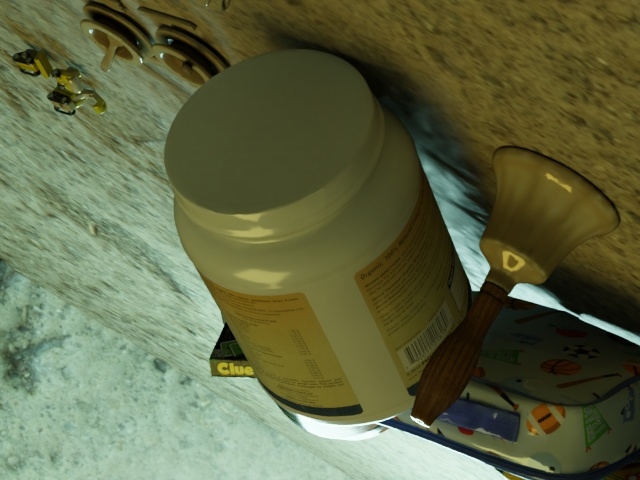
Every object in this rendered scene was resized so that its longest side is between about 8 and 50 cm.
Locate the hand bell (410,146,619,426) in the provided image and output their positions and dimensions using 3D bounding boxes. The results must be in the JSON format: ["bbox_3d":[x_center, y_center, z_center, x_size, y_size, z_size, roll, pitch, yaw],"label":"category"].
[{"bbox_3d":[0.144,0.053,1.723,0.126,0.242,0.126,31,167,8],"label":"hand bell"}]

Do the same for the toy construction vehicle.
[{"bbox_3d":[-0.299,-0.186,2.320,0.098,0.035,0.086,18,149,39],"label":"toy construction vehicle"}]

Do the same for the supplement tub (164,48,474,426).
[{"bbox_3d":[0.000,0.000,1.835,0.228,0.228,0.316,23,152,35],"label":"supplement tub"}]

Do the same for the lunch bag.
[{"bbox_3d":[0.179,0.145,1.988,0.303,0.115,0.243,16,-159,34],"label":"lunch bag"}]

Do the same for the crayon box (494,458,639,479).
[{"bbox_3d":[0.330,0.251,2.051,0.202,0.081,0.318,0,-161,-30],"label":"crayon box"}]

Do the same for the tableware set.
[{"bbox_3d":[-0.173,-0.187,2.010,0.194,0.039,0.128,21,162,38],"label":"tableware set"}]

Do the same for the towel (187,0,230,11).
[{"bbox_3d":[-0.182,-0.298,1.635,0.282,0.049,0.187,33,165,2],"label":"towel"}]

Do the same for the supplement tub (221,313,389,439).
[{"bbox_3d":[0.011,0.114,2.329,0.193,0.193,0.316,27,165,22],"label":"supplement tub"}]

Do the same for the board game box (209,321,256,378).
[{"bbox_3d":[-0.019,0.063,2.085,0.136,0.260,0.030,3,121,12],"label":"board game box"}]
